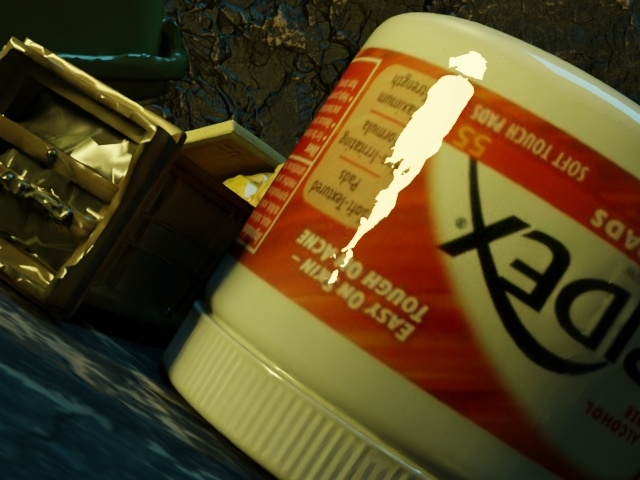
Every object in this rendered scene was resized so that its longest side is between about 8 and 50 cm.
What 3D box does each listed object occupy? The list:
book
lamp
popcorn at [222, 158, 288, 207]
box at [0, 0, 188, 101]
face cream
[{"bbox_3d":[-0.168,-0.086,1.414,0.242,0.018,0.170,-12,-23,25],"label":"book"},{"bbox_3d":[-0.070,0.004,0.583,0.089,0.090,0.325,32,-3,20],"label":"lamp"},{"bbox_3d":[0.000,0.000,1.314,0.332,0.225,0.265,18,-5,36],"label":"popcorn"},{"bbox_3d":[-0.231,-0.197,0.610,0.253,0.177,0.329,-2,24,-39],"label":"box"},{"bbox_3d":[0.063,0.029,0.492,0.201,0.187,0.201,34,-1,1],"label":"face cream"}]
